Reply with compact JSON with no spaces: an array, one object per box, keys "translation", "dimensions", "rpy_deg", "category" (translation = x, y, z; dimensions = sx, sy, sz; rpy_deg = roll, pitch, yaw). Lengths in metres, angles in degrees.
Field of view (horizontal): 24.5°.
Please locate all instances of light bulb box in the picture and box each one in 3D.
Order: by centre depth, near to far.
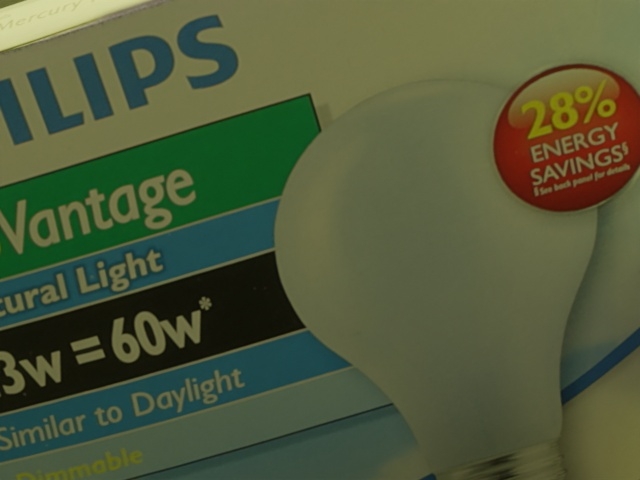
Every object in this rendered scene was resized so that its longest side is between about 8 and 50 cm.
[{"translation":[0.000,0.000,0.743],"dimensions":[0.358,0.361,0.225],"rpy_deg":[-17,27,2],"category":"light bulb box"}]
